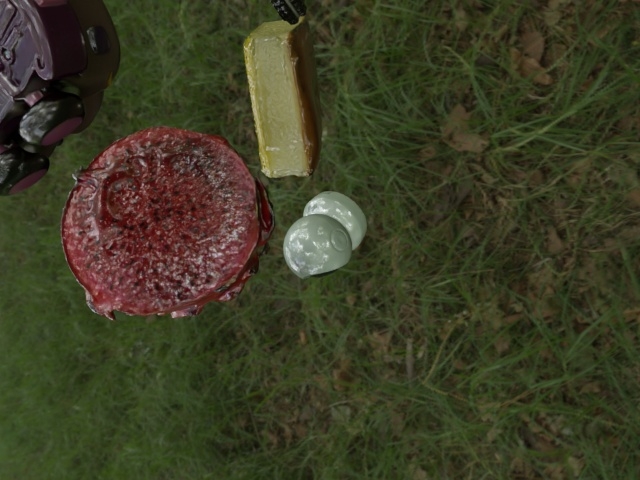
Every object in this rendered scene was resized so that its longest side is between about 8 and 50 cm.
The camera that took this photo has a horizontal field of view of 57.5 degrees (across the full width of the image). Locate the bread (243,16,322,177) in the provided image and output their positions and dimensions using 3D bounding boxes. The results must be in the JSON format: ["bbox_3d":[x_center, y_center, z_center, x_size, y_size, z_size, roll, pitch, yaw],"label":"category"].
[{"bbox_3d":[-0.076,-0.345,1.396,0.323,0.143,0.333,-85,-10,-61],"label":"bread"}]

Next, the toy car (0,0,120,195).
[{"bbox_3d":[-0.379,-0.231,0.745,0.341,0.240,0.271,-32,99,36],"label":"toy car"}]

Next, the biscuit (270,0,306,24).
[{"bbox_3d":[-0.084,-0.462,0.994,0.053,0.194,0.194,-29,70,13],"label":"biscuit"}]

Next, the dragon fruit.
[{"bbox_3d":[-0.282,-0.011,1.121,0.371,0.249,0.386,30,76,12],"label":"dragon fruit"}]

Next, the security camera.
[{"bbox_3d":[0.000,0.000,1.597,0.195,0.236,0.194,20,136,20],"label":"security camera"}]
